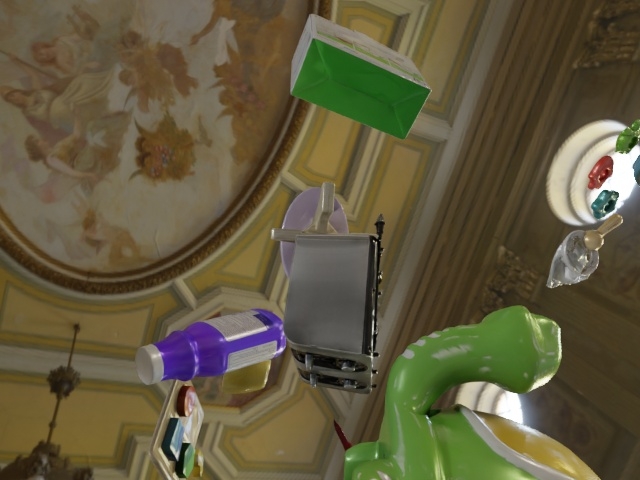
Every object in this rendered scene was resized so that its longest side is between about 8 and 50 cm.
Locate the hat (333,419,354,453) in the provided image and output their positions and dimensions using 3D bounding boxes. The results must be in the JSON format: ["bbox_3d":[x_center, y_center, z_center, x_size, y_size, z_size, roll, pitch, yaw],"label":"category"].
[{"bbox_3d":[0.072,0.564,1.212,0.183,0.208,0.173,17,-70,11],"label":"hat"}]

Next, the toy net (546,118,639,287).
[{"bbox_3d":[0.364,-0.029,0.683,0.122,0.045,0.232,16,-70,-38],"label":"toy net"}]

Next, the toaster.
[{"bbox_3d":[0.023,0.086,0.681,0.110,0.186,0.168,4,-29,6],"label":"toaster"}]

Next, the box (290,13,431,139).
[{"bbox_3d":[0.077,-0.357,1.148,0.261,0.231,0.127,18,-60,-15],"label":"box"}]

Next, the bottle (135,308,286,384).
[{"bbox_3d":[-0.199,0.199,1.007,0.282,0.118,0.092,-8,-71,-45],"label":"bottle"}]

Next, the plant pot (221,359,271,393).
[{"bbox_3d":[-0.176,0.317,1.313,0.095,0.134,0.134,14,-76,2],"label":"plant pot"}]

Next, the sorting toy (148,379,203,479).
[{"bbox_3d":[-0.279,0.425,1.135,0.041,0.229,0.307,-2,-47,4],"label":"sorting toy"}]

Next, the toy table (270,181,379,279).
[{"bbox_3d":[0.000,0.000,1.306,0.252,0.161,0.274,-8,-91,-11],"label":"toy table"}]

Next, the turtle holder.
[{"bbox_3d":[0.134,0.244,0.455,0.227,0.320,0.243,3,-40,2],"label":"turtle holder"}]
